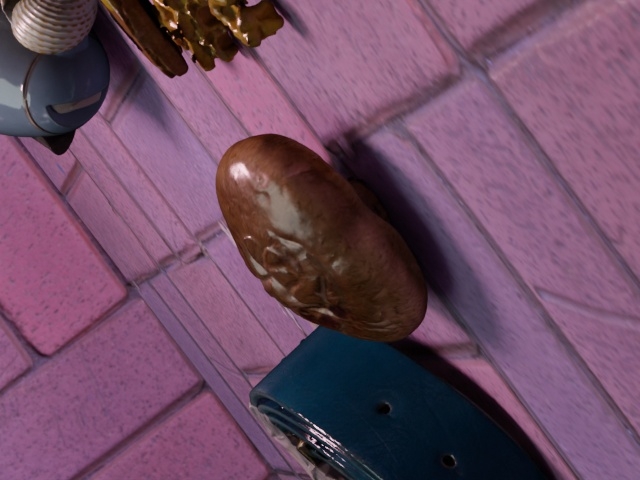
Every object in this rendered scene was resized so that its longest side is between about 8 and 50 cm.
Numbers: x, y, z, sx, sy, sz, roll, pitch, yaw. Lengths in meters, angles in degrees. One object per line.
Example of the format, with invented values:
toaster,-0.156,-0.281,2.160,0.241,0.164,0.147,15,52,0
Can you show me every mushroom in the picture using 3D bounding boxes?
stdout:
mushroom,0.000,0.000,1.855,0.278,0.146,0.278,41,164,14

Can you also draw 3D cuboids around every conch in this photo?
conch,-0.342,-0.315,2.246,0.135,0.153,0.102,39,-170,7

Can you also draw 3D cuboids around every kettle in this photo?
kettle,-0.431,-0.292,2.437,0.342,0.247,0.319,27,129,40

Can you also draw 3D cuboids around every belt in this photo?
belt,0.097,0.265,2.134,0.436,0.173,0.300,34,162,50

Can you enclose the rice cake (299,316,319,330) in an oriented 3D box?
rice cake,-0.031,0.018,2.216,0.106,0.050,0.298,42,164,33

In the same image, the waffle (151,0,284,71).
waffle,-0.156,-0.288,1.794,0.260,0.069,0.293,53,166,-5

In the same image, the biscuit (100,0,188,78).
biscuit,-0.231,-0.285,1.986,0.208,0.041,0.290,59,-177,32
